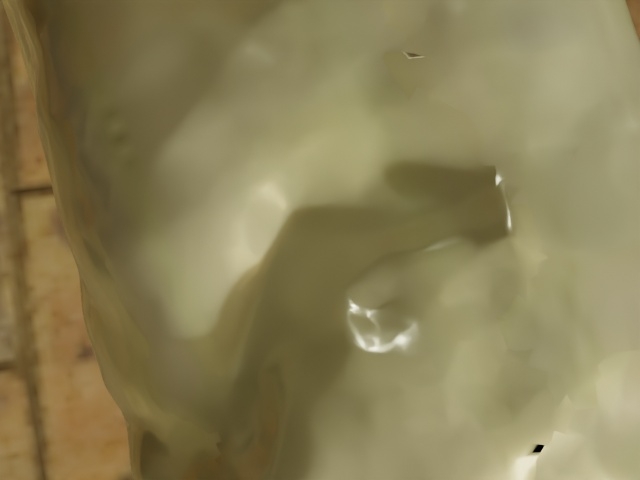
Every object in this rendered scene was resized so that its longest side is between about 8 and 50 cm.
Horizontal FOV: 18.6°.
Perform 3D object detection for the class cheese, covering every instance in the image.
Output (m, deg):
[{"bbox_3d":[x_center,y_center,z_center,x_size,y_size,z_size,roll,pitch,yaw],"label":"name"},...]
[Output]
[{"bbox_3d":[0.000,0.000,0.488,0.326,0.115,0.318,75,-6,-46],"label":"cheese"}]
